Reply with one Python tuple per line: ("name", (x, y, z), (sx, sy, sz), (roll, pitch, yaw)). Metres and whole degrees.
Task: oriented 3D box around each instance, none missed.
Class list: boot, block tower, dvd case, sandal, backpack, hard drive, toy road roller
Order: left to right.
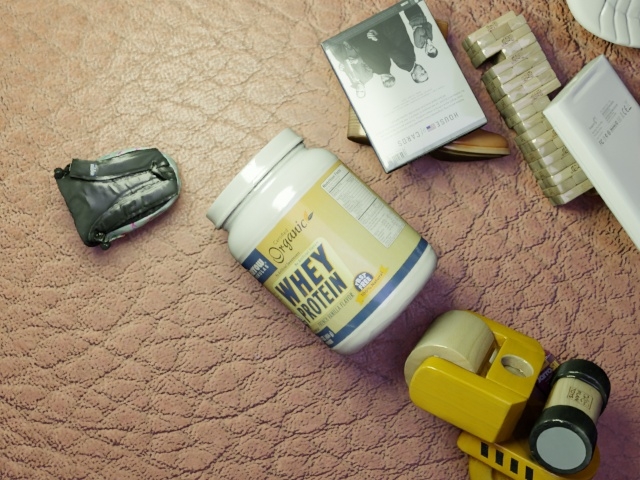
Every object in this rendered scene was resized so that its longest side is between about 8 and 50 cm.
("backpack", (-0.317, -0.085, 1.432), (0.182, 0.115, 0.152), (-24, 102, -4))
("dvd case", (0.131, -0.249, 1.407), (0.179, 0.029, 0.238), (-26, 83, 4))
("boot", (0.191, -0.251, 1.472), (0.284, 0.109, 0.220), (11, 85, 5))
("toy road roller", (0.280, 0.286, 1.407), (0.330, 0.202, 0.240), (27, 120, 13))
("block tower", (0.359, -0.212, 1.474), (0.097, 0.091, 0.335), (-31, 90, -2))
("hard drive", (0.496, -0.132, 1.435), (0.307, 0.040, 0.203), (53, 50, -7))
("sandal", (0.585, -0.411, 1.489), (0.416, 0.102, 0.169), (-5, 104, -15))

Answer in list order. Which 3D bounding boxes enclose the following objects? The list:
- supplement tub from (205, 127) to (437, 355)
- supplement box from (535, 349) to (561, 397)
("supplement tub", (0.000, 0.000, 1.387), (0.316, 0.228, 0.228), (43, 88, -1))
("supplement box", (0.390, 0.233, 1.492), (0.055, 0.043, 0.083), (-42, 90, -1))
